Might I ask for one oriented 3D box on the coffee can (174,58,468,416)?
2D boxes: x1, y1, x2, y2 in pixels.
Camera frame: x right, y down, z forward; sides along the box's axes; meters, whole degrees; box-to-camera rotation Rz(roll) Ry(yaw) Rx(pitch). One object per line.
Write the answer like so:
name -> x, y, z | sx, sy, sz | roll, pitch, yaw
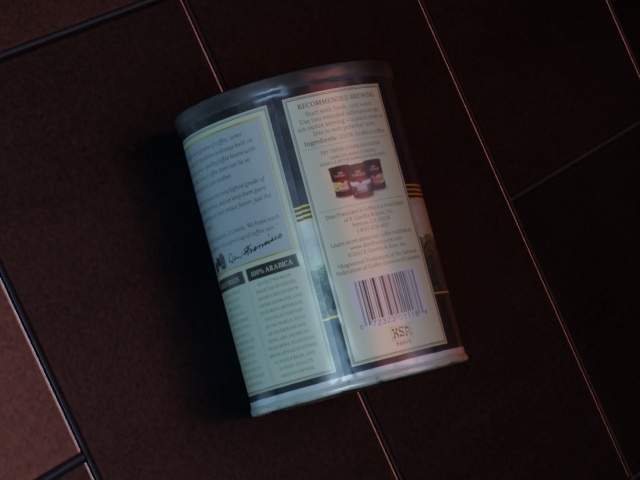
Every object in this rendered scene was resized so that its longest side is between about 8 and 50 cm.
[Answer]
coffee can -> 0.000, 0.000, 1.779 | 0.201, 0.201, 0.275 | -9, 82, -47
